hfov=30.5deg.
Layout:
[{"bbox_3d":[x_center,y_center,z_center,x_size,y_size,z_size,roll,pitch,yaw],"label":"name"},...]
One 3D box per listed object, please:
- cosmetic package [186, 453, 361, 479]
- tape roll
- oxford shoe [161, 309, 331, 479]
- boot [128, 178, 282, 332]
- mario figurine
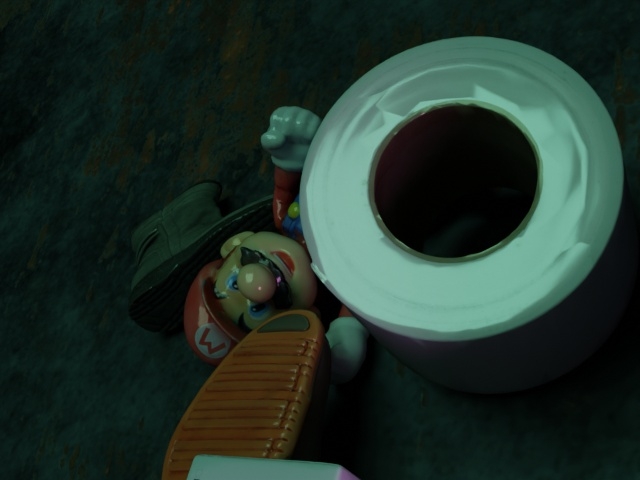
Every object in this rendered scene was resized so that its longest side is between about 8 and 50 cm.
[{"bbox_3d":[-0.006,0.297,0.814,0.138,0.224,0.224,-4,57,37],"label":"cosmetic package"},{"bbox_3d":[0.123,-0.015,0.930,0.246,0.169,0.246,-6,68,16],"label":"tape roll"},{"bbox_3d":[-0.055,0.234,0.979,0.130,0.133,0.364,-4,58,42],"label":"oxford shoe"},{"bbox_3d":[-0.117,-0.019,1.280,0.246,0.083,0.161,-30,38,18],"label":"boot"},{"bbox_3d":[0.000,0.000,1.091,0.320,0.170,0.198,-43,42,4],"label":"mario figurine"}]
